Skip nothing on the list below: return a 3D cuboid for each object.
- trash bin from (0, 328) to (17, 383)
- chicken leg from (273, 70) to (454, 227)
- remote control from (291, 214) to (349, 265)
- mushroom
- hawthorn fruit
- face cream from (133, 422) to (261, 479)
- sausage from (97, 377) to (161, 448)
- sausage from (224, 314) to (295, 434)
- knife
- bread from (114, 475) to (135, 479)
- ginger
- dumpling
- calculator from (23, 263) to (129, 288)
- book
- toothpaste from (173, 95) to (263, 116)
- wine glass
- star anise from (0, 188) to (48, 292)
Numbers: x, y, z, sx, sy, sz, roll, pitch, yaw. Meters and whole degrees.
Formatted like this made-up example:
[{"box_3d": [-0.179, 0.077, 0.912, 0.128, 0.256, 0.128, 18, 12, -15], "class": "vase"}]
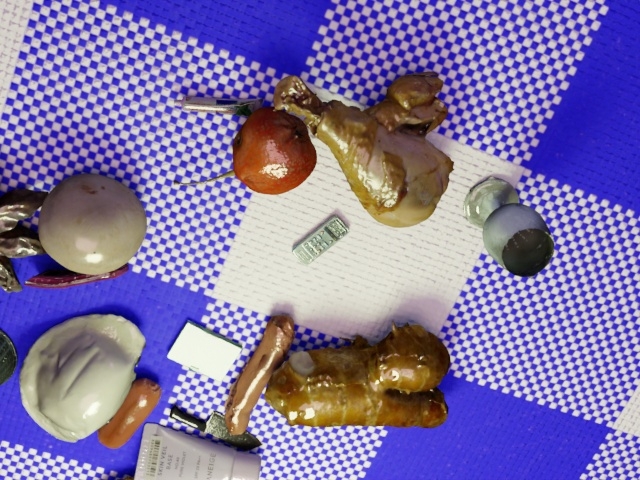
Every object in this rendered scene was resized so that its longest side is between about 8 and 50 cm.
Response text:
[{"box_3d": [-0.730, 0.274, 1.778, 0.175, 0.161, 0.176, -1, 113, -2], "class": "trash bin"}, {"box_3d": [0.100, -0.214, 1.611, 0.409, 0.182, 0.295, 31, 94, -29], "class": "chicken leg"}, {"box_3d": [0.000, 0.000, 1.792, 0.124, 0.018, 0.053, -37, 112, 12], "class": "remote control"}, {"box_3d": [-0.441, -0.020, 1.676, 0.204, 0.204, 0.204, -2, 114, -4], "class": "mushroom"}, {"box_3d": [-0.145, -0.139, 1.660, 0.285, 0.165, 0.165, -28, 113, 18], "class": "hawthorn fruit"}, {"box_3d": [-0.273, 0.506, 1.952, 0.273, 0.096, 0.154, 10, 85, -5], "class": "face cream"}, {"box_3d": [-0.419, 0.379, 1.896, 0.077, 0.077, 0.194, 35, 105, -18], "class": "sausage"}, {"box_3d": [-0.134, 0.289, 1.880, 0.078, 0.078, 0.304, 24, 108, -14], "class": "sausage"}, {"box_3d": [-0.230, 0.420, 1.958, 0.230, 0.028, 0.060, 29, 97, -18], "class": "knife"}, {"box_3d": [-0.427, 0.655, 1.980, 0.239, 0.139, 0.240, -1, 111, -3], "class": "bread"}, {"box_3d": [0.091, 0.280, 1.840, 0.418, 0.176, 0.254, 3, 110, -11], "class": "ginger"}, {"box_3d": [-0.503, 0.276, 1.818, 0.226, 0.243, 0.175, 34, 148, 0], "class": "dumpling"}, {"box_3d": [-0.481, 0.072, 1.727, 0.190, 0.126, 0.034, -6, 94, -2], "class": "calculator"}, {"box_3d": [-0.252, 0.241, 1.878, 0.135, 0.017, 0.103, 28, 106, -16], "class": "book"}, {"box_3d": [-0.195, -0.257, 1.660, 0.169, 0.028, 0.045, 3, 120, -10], "class": "toothpaste"}, {"box_3d": [0.366, -0.026, 1.691, 0.126, 0.241, 0.126, -2, 116, -5], "class": "wine glass"}, {"box_3d": [-0.671, -0.022, 1.676, 0.331, 0.118, 0.332, -3, 118, -6], "class": "star anise"}]
